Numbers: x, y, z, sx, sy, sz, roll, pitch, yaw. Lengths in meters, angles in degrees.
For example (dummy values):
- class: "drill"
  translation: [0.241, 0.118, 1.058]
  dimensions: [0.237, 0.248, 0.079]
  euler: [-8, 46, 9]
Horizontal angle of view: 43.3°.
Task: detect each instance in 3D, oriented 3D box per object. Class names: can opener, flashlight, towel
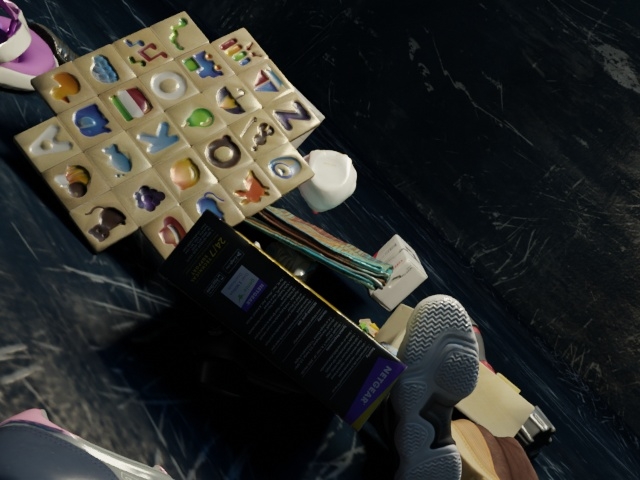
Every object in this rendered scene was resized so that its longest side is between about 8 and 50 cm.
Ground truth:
- class: "can opener"
  translation: [-0.082, 0.143, 0.894]
  dimensions: [0.059, 0.073, 0.186]
  euler: [4, -16, 35]
- class: "flashlight"
  translation: [0.332, 0.272, 1.567]
  dimensions: [0.103, 0.103, 0.304]
  euler: [29, 17, -48]
- class: "towel"
  translation: [0.000, 0.000, 1.371]
  dimensions: [0.271, 0.040, 0.370]
  euler: [28, 4, 7]

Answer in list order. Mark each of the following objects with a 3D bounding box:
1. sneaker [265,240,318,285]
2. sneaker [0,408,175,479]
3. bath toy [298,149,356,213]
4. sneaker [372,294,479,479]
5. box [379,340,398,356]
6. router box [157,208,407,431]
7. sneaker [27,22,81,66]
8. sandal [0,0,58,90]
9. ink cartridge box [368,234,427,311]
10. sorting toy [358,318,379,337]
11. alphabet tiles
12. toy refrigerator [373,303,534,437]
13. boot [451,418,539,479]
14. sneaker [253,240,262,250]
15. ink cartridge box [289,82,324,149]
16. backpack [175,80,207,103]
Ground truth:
- class: "sneaker"
  translation: [-0.053, 0.040, 1.287]
  dimensions: [0.083, 0.071, 0.190]
  euler: [34, 5, -8]
- class: "sneaker"
  translation: [-0.081, 0.210, 0.515]
  dimensions: [0.319, 0.112, 0.131]
  euler: [39, 16, -19]
- class: "bath toy"
  translation: [-0.113, -0.134, 1.305]
  dimensions: [0.348, 0.151, 0.129]
  euler: [19, -27, -2]
- class: "sneaker"
  translation: [0.115, 0.176, 0.984]
  dimensions: [0.101, 0.268, 0.153]
  euler: [-1, 18, -12]
- class: "box"
  translation: [0.100, 0.201, 1.188]
  dimensions: [0.114, 0.036, 0.207]
  euler: [32, 10, 19]
- class: "router box"
  translation: [-0.036, 0.087, 0.896]
  dimensions: [0.243, 0.081, 0.309]
  euler: [38, -4, 3]
- class: "sneaker"
  translation: [-0.403, -0.280, 1.314]
  dimensions: [0.170, 0.051, 0.089]
  euler: [47, 13, 1]
- class: "sandal"
  translation: [-0.449, -0.284, 1.059]
  dimensions: [0.169, 0.102, 0.416]
  euler: [43, 12, 0]
- class: "ink cartridge box"
  translation: [0.152, 0.067, 1.689]
  dimensions: [0.063, 0.109, 0.150]
  euler: [42, 12, -17]
- class: "sorting toy"
  translation: [0.094, 0.161, 1.423]
  dimensions: [0.062, 0.012, 0.083]
  euler: [47, 13, 19]
- class: "alphabet tiles"
  translation: [-0.177, -0.135, 0.991]
  dimensions: [0.285, 0.342, 0.011]
  euler: [51, -29, 9]
- class: "toy refrigerator"
  translation: [0.227, 0.224, 1.375]
  dimensions: [0.269, 0.094, 0.102]
  euler: [40, -5, -11]
- class: "boot"
  translation: [0.253, 0.342, 1.055]
  dimensions: [0.207, 0.090, 0.248]
  euler: [22, 29, -40]
- class: "sneaker"
  translation: [-0.100, 0.049, 1.154]
  dimensions: [0.058, 0.052, 0.135]
  euler: [49, 18, -15]
- class: "ink cartridge box"
  translation: [-0.129, -0.210, 1.517]
  dimensions: [0.160, 0.219, 0.092]
  euler: [47, 10, 17]
- class: "backpack"
  translation: [-0.228, -0.151, 1.086]
  dimensions: [0.166, 0.188, 0.144]
  euler: [46, 2, 24]
